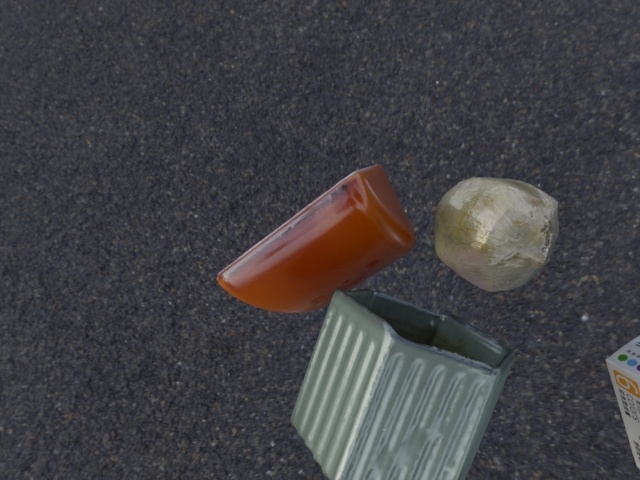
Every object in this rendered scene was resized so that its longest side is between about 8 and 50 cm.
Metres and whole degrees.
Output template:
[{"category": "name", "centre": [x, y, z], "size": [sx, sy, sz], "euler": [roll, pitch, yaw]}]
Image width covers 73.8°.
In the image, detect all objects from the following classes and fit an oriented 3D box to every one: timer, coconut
[{"category": "timer", "centre": [0.000, 0.000, 0.658], "size": [0.257, 0.250, 0.161], "euler": [-35, 76, 19]}, {"category": "coconut", "centre": [0.283, -0.011, 0.681], "size": [0.194, 0.194, 0.195], "euler": [-3, 70, 10]}]

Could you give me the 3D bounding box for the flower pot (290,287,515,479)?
[{"category": "flower pot", "centre": [0.100, 0.183, 0.534], "size": [0.239, 0.209, 0.190], "euler": [20, 96, -2]}]

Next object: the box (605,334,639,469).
[{"category": "box", "centre": [0.584, 0.306, 0.651], "size": [0.091, 0.221, 0.274], "euler": [-29, 106, -7]}]
